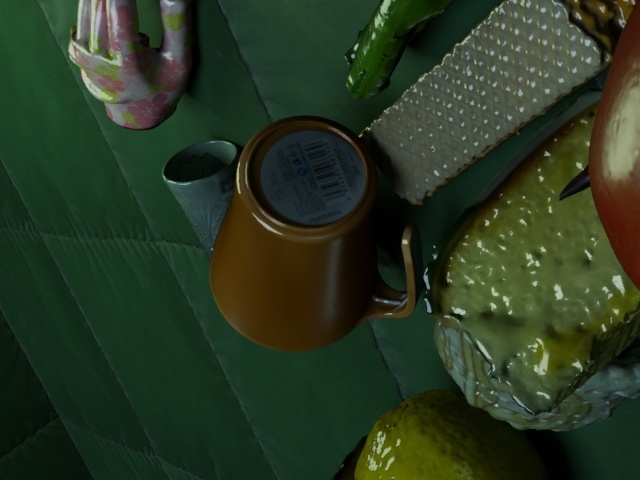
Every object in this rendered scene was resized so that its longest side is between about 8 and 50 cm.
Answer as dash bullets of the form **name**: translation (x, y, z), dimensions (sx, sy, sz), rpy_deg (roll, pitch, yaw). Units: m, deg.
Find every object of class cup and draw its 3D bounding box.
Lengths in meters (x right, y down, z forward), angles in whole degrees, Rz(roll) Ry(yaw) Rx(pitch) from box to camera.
- **cup**: translation (0.000, 0.000, 1.285), dimensions (0.226, 0.182, 0.264), rpy_deg (19, 156, 4)

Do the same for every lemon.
- **lemon**: translation (0.139, 0.259, 1.340), dimensions (0.231, 0.192, 0.192), rpy_deg (46, 151, 28)

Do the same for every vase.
- **vase**: translation (-0.114, -0.008, 1.580), dimensions (0.096, 0.096, 0.219), rpy_deg (24, 142, 46)

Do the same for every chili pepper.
- **chili pepper**: translation (0.103, -0.212, 1.013), dimensions (0.076, 0.085, 0.359), rpy_deg (30, 155, -11)

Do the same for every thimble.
- **thimble**: translation (0.198, 0.084, 1.120), dimensions (0.190, 0.137, 0.143), rpy_deg (33, 149, 6)

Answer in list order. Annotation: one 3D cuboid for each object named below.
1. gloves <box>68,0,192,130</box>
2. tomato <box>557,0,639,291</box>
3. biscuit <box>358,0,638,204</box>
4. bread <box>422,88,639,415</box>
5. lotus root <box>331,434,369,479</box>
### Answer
- **gloves**: translation (-0.224, -0.242, 1.476), dimensions (0.145, 0.126, 0.241), rpy_deg (43, 158, 35)
- **tomato**: translation (0.274, -0.056, 0.701), dimensions (0.256, 0.255, 0.224), rpy_deg (65, 177, -15)
- **biscuit**: translation (0.139, -0.124, 1.073), dimensions (0.094, 0.054, 0.378), rpy_deg (55, 153, 1)
- **bread**: translation (0.217, 0.003, 1.009), dimensions (0.174, 0.251, 0.133), rpy_deg (48, -165, 14)
- **lotus root**: translation (0.082, 0.413, 1.506), dimensions (0.250, 0.316, 0.316), rpy_deg (27, 142, 26)
